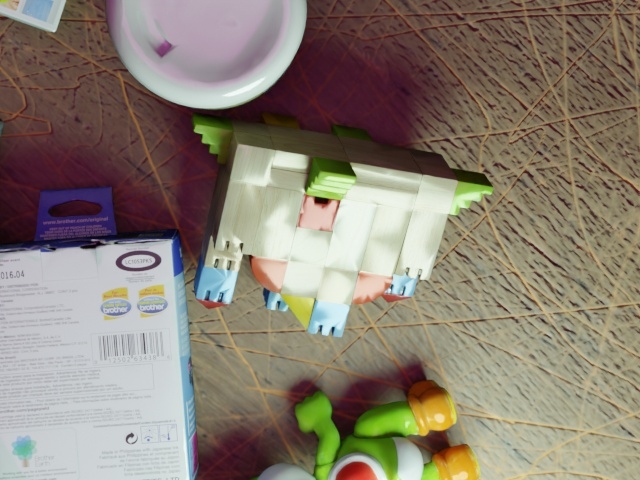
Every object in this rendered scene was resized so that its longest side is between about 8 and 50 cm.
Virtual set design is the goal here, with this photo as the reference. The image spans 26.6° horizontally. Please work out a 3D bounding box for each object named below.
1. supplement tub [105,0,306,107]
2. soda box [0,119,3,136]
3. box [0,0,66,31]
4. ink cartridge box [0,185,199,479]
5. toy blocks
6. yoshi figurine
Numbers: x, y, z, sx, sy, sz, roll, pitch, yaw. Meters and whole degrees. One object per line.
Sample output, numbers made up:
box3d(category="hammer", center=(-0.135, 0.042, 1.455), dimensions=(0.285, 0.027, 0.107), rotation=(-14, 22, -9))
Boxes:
box3d(category="supplement tub", center=(-0.135, -0.274, 1.656), dimensions=(0.228, 0.316, 0.228), rotation=(0, 95, -3))
box3d(category="soda box", center=(-0.556, -0.144, 1.764), dimensions=(0.263, 0.083, 0.092), rotation=(12, 94, -4))
box3d(category="box", center=(-0.421, -0.352, 1.718), dimensions=(0.203, 0.103, 0.114), rotation=(18, 94, -20))
box3d(category="ink cartridge box", center=(-0.306, 0.131, 1.765), dimensions=(0.270, 0.151, 0.395), rotation=(-4, 96, -2))
box3d(category="toy blocks", center=(0.000, 0.000, 1.757), dimensions=(0.381, 0.191, 0.261), rotation=(8, 113, -14))
box3d(category="yoshi figurine", center=(0.015, 0.326, 1.815), dimensions=(0.362, 0.203, 0.203), rotation=(-22, 136, -15))
